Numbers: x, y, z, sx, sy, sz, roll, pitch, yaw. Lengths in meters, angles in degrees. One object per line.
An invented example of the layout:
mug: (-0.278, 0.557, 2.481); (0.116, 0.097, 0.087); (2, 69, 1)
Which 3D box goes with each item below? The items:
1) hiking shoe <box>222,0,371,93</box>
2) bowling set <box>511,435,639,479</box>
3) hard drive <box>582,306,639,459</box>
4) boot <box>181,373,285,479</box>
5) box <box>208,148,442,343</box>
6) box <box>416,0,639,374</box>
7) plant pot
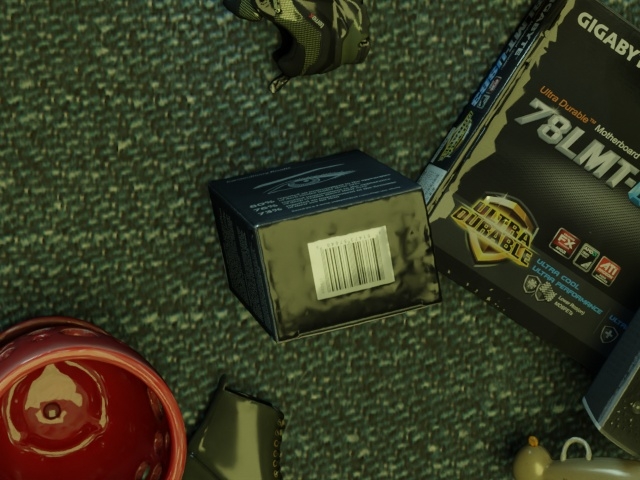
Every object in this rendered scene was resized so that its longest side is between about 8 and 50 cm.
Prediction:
hiking shoe: (-0.037, -0.245, 1.628); (0.114, 0.086, 0.227); (-25, 107, -12)
bowling set: (0.279, 0.326, 1.818); (0.154, 0.200, 0.287); (9, 97, 26)
hard drive: (0.359, 0.140, 1.775); (0.254, 0.054, 0.172); (27, 96, -46)
boot: (-0.039, 0.226, 1.733); (0.198, 0.077, 0.137); (27, 88, -19)
box: (0.000, 0.000, 1.623); (0.153, 0.207, 0.108); (-13, 104, -11)
box: (0.260, -0.048, 1.754); (0.295, 0.073, 0.293); (34, 92, -19)
plant pot: (-0.223, 0.164, 1.616); (0.191, 0.174, 0.191); (-3, 101, -13)
